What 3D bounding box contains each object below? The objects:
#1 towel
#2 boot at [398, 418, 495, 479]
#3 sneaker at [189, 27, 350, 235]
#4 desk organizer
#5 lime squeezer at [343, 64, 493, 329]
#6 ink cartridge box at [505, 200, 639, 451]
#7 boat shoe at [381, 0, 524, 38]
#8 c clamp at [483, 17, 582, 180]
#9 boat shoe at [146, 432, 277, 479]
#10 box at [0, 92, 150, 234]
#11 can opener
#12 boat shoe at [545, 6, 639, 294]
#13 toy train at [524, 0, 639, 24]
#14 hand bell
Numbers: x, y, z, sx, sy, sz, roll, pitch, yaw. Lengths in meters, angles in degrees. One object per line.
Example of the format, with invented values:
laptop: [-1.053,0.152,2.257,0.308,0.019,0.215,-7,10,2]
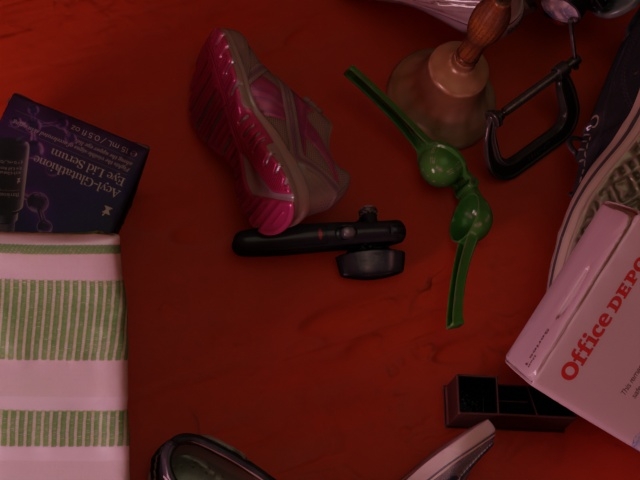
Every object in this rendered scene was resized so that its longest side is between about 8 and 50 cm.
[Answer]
towel: [-0.305,0.152,1.805,0.248,0.038,0.325,0,90,-4]
boot: [0.118,0.266,1.912,0.190,0.069,0.086,-37,87,-14]
sneaker: [-0.053,-0.117,2.009,0.111,0.103,0.252,-6,60,-38]
desk organizer: [0.196,0.168,1.968,0.130,0.050,0.047,3,69,-11]
lime squeezer: [0.120,-0.051,2.031,0.110,0.059,0.310,-14,72,-23]
ink cartridge box: [0.358,0.116,1.920,0.278,0.117,0.201,31,92,-13]
boat shoe: [0.095,-0.299,2.075,0.267,0.088,0.096,29,76,21]
c clamp: [0.230,-0.145,2.071,0.161,0.137,0.022,-41,44,-18]
boat shoe: [-0.043,0.300,1.844,0.302,0.091,0.114,34,66,3]
box: [-0.281,-0.017,1.910,0.153,0.108,0.207,21,66,-4]
can opener: [0.000,0.000,1.989,0.186,0.059,0.073,2,69,-12]
boat shoe: [0.366,-0.086,2.054,0.187,0.156,0.500,21,81,-9]
toy train: [0.310,-0.381,2.143,0.142,0.190,0.334,46,67,-36]
hand bell: [0.155,-0.199,2.000,0.126,0.242,0.126,4,69,-10]
